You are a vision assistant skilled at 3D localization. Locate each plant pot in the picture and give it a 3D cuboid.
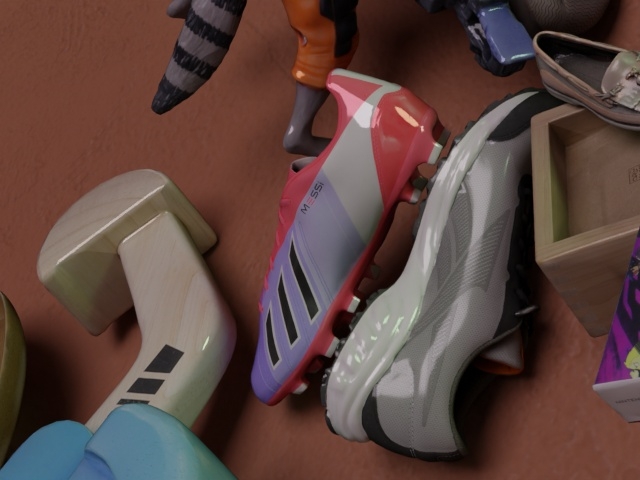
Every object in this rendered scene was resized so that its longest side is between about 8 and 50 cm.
[{"bbox_3d":[-0.292,0.153,1.329,0.236,0.032,0.236,-45,33,40],"label":"plant pot"}]

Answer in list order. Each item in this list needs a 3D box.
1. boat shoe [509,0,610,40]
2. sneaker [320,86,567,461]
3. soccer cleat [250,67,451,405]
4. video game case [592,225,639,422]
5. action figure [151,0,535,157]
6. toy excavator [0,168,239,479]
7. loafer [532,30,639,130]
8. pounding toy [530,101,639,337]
[{"bbox_3d":[0.113,-0.261,1.250,0.130,0.132,0.355,-55,40,38],"label":"boat shoe"},{"bbox_3d":[0.107,0.025,1.084,0.108,0.100,0.271,22,76,24],"label":"sneaker"},{"bbox_3d":[0.000,0.000,1.135,0.248,0.095,0.083,-62,-5,21],"label":"soccer cleat"},{"bbox_3d":[0.256,-0.024,0.829,0.210,0.042,0.232,-15,44,47],"label":"video game case"},{"bbox_3d":[-0.001,-0.199,1.155,0.341,0.178,0.330,61,148,35],"label":"action figure"},{"bbox_3d":[-0.133,0.172,1.135,0.433,0.222,0.445,17,62,46],"label":"toy excavator"},{"bbox_3d":[0.176,-0.099,0.999,0.045,0.039,0.125,-50,39,-13],"label":"loafer"},{"bbox_3d":[0.228,-0.004,0.974,0.181,0.094,0.206,-19,43,25],"label":"pounding toy"}]
